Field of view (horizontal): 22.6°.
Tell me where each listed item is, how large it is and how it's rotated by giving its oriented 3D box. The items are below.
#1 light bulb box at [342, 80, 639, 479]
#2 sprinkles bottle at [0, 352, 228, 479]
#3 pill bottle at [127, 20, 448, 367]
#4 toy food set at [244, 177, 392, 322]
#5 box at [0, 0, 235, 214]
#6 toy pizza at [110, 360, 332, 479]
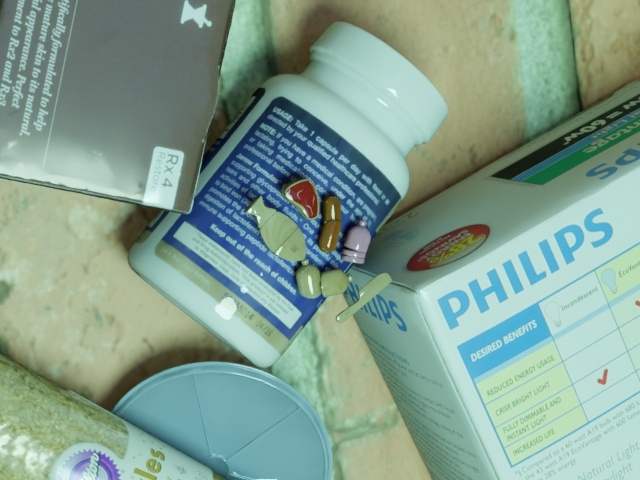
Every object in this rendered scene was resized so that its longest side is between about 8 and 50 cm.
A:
[{"bbox_3d":[0.255,0.098,1.402,0.358,0.225,0.361,-29,106,-14],"label":"light bulb box"},{"bbox_3d":[-0.190,0.190,1.279,0.355,0.121,0.121,31,86,-13],"label":"sprinkles bottle"},{"bbox_3d":[-0.022,-0.040,1.315,0.153,0.153,0.265,40,84,-21],"label":"pill bottle"},{"bbox_3d":[0.000,0.000,1.240,0.078,0.019,0.122,-39,110,-14],"label":"toy food set"},{"bbox_3d":[-0.184,-0.126,1.215,0.167,0.203,0.168,11,93,-21],"label":"box"},{"bbox_3d":[-0.090,0.187,1.365,0.201,0.032,0.201,-1,115,-2],"label":"toy pizza"}]
